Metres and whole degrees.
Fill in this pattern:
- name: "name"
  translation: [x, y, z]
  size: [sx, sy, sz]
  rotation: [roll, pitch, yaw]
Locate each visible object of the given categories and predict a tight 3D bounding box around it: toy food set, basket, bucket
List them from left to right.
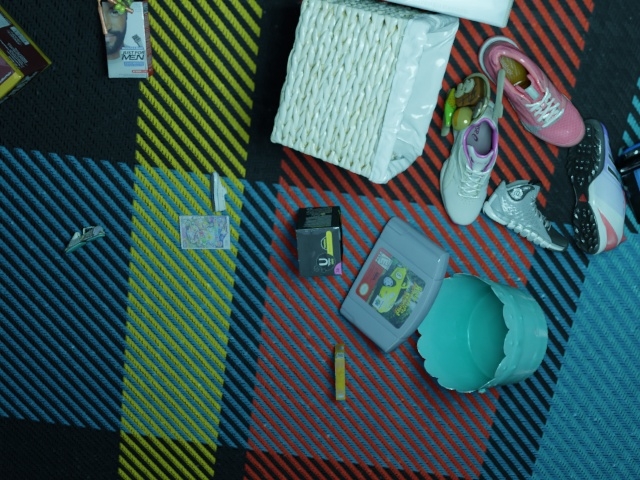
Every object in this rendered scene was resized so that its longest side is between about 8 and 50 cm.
- name: "basket"
  translation: [0.098, -0.334, 1.740]
  size: [0.267, 0.328, 0.331]
  rotation: [21, 113, 13]
- name: "toy food set"
  translation: [0.319, -0.304, 1.829]
  size: [0.039, 0.192, 0.132]
  rotation: [15, 76, -30]
- name: "bucket"
  translation: [0.383, 0.220, 1.981]
  size: [0.183, 0.281, 0.281]
  rotation: [9, 116, -41]

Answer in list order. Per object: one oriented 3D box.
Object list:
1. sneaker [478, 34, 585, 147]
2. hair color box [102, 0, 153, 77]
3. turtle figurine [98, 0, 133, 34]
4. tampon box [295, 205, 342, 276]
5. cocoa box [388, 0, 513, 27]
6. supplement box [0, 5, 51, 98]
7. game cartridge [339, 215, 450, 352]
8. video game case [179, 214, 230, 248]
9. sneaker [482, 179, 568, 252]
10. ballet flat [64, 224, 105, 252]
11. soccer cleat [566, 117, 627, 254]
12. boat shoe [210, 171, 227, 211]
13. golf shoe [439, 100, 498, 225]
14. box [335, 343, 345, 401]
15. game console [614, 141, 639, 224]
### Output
- name: "sneaker"
  translation: [0.464, -0.313, 1.850]
  size: [0.314, 0.136, 0.116]
  rotation: [44, 107, -9]
- name: "hair color box"
  translation: [-0.432, -0.452, 1.885]
  size: [0.093, 0.053, 0.167]
  rotation: [0, 110, 3]
- name: "turtle figurine"
  translation: [-0.391, -0.571, 1.812]
  size: [0.218, 0.087, 0.269]
  rotation: [-3, 83, -4]
- name: "tampon box"
  translation: [0.000, 0.000, 1.983]
  size: [0.102, 0.161, 0.120]
  rotation: [-3, 111, 4]
- name: "cocoa box"
  translation: [0.227, -0.592, 1.709]
  size: [0.347, 0.231, 0.227]
  rotation: [12, 110, -3]
- name: "supplement box"
  translation: [-0.729, -0.407, 1.838]
  size: [0.129, 0.194, 0.191]
  rotation: [-36, 105, 15]
- name: "game cartridge"
  translation: [0.181, 0.114, 2.021]
  size: [0.196, 0.060, 0.294]
  rotation: [37, 112, 27]
- name: "video game case"
  translation: [-0.284, -0.020, 2.066]
  size: [0.122, 0.011, 0.087]
  rotation: [0, 111, 2]
- name: "sneaker"
  translation: [0.508, -0.070, 1.978]
  size: [0.229, 0.086, 0.132]
  rotation: [26, 107, -7]
- name: "ballet flat"
  translation: [-0.584, -0.008, 2.074]
  size: [0.114, 0.041, 0.041]
  rotation: [-25, 108, 11]
- name: "soccer cleat"
  translation: [0.651, -0.129, 1.953]
  size: [0.117, 0.109, 0.318]
  rotation: [-13, 104, -24]
- name: "boat shoe"
  translation: [-0.242, -0.118, 2.019]
  size: [0.035, 0.035, 0.100]
  rotation: [-11, 109, -23]
- name: "golf shoe"
  translation: [0.341, -0.167, 1.919]
  size: [0.115, 0.140, 0.306]
  rotation: [3, 112, -1]
- name: "box"
  translation: [0.051, 0.343, 2.155]
  size: [0.028, 0.081, 0.136]
  rotation: [-3, 111, 3]
- name: "game console"
  translation: [0.838, -0.169, 1.887]
  size: [0.293, 0.250, 0.173]
  rotation: [-24, 81, 11]
